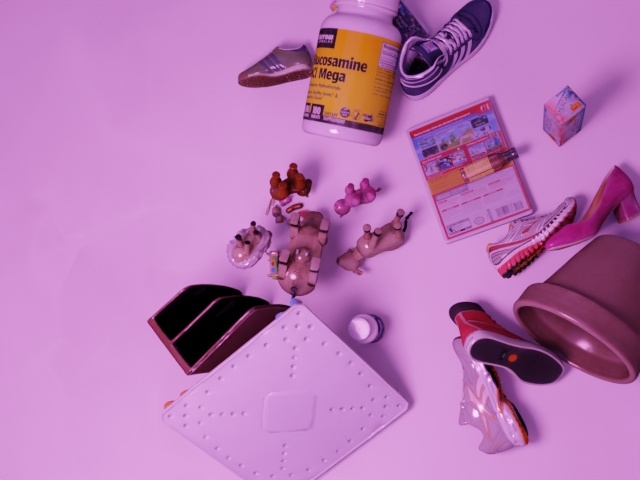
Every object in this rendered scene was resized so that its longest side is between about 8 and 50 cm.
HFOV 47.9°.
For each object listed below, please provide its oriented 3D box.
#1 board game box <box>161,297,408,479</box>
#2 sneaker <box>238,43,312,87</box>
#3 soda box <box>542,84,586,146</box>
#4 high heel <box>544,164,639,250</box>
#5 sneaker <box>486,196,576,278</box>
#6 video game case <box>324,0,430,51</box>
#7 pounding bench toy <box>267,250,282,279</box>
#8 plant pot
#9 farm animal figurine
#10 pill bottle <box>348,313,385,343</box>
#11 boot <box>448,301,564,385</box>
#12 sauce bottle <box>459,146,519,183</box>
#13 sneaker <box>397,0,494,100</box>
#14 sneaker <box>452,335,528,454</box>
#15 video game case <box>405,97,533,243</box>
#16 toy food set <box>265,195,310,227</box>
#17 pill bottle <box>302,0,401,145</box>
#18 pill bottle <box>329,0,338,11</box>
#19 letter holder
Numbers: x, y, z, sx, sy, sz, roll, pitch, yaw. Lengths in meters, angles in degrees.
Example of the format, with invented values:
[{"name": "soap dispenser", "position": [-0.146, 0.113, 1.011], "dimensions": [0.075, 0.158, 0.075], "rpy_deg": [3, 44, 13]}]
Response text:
[{"name": "board game box", "position": [-0.071, 0.355, 1.556], "dimensions": [0.390, 0.050, 0.390], "rpy_deg": [-40, 118, 9]}, {"name": "sneaker", "position": [-0.112, -0.437, 1.789], "dimensions": [0.192, 0.064, 0.086], "rpy_deg": [-6, 74, 16]}, {"name": "soda box", "position": [0.508, -0.257, 1.508], "dimensions": [0.063, 0.183, 0.058], "rpy_deg": [-39, 74, 8]}, {"name": "high heel", "position": [0.549, -0.065, 1.491], "dimensions": [0.244, 0.082, 0.117], "rpy_deg": [-24, 84, -10]}, {"name": "sneaker", "position": [0.454, -0.022, 1.548], "dimensions": [0.225, 0.088, 0.092], "rpy_deg": [-38, 63, 3]}, {"name": "video game case", "position": [0.135, -0.507, 1.713], "dimensions": [0.173, 0.022, 0.190], "rpy_deg": [-39, 90, 10]}, {"name": "pounding bench toy", "position": [-0.100, 0.060, 1.709], "dimensions": [0.052, 0.083, 0.065], "rpy_deg": [-4, 81, 16]}, {"name": "plant pot", "position": [0.555, 0.118, 1.437], "dimensions": [0.263, 0.263, 0.229], "rpy_deg": [33, 75, 18]}, {"name": "farm animal figurine", "position": [0.000, 0.000, 1.635], "dimensions": [0.330, 0.172, 0.326], "rpy_deg": [28, 63, 11]}, {"name": "pill bottle", "position": [0.101, 0.197, 1.611], "dimensions": [0.067, 0.120, 0.067], "rpy_deg": [-2, 83, 17]}, {"name": "boot", "position": [0.394, 0.209, 1.540], "dimensions": [0.244, 0.176, 0.088], "rpy_deg": [23, 110, -18]}, {"name": "sauce bottle", "position": [0.372, -0.166, 1.587], "dimensions": [0.128, 0.042, 0.042], "rpy_deg": [-23, 77, 12]}, {"name": "sneaker", "position": [0.281, -0.446, 1.616], "dimensions": [0.099, 0.153, 0.282], "rpy_deg": [44, 97, 16]}, {"name": "sneaker", "position": [0.332, 0.334, 1.539], "dimensions": [0.121, 0.099, 0.262], "rpy_deg": [-30, 75, 16]}, {"name": "video game case", "position": [0.334, -0.157, 1.633], "dimensions": [0.204, 0.025, 0.285], "rpy_deg": [-21, 78, 14]}, {"name": "toy food set", "position": [-0.075, -0.069, 1.750], "dimensions": [0.122, 0.019, 0.077], "rpy_deg": [22, 90, 18]}, {"name": "pill bottle", "position": [0.077, -0.392, 1.626], "dimensions": [0.188, 0.188, 0.333], "rpy_deg": [13, 99, 18]}, {"name": "pill bottle", "position": [0.061, -0.553, 1.755], "dimensions": [0.043, 0.043, 0.083], "rpy_deg": [-39, 75, 9]}, {"name": "letter holder", "position": [-0.198, 0.169, 1.611], "dimensions": [0.214, 0.302, 0.152], "rpy_deg": [-43, 73, 8]}]
